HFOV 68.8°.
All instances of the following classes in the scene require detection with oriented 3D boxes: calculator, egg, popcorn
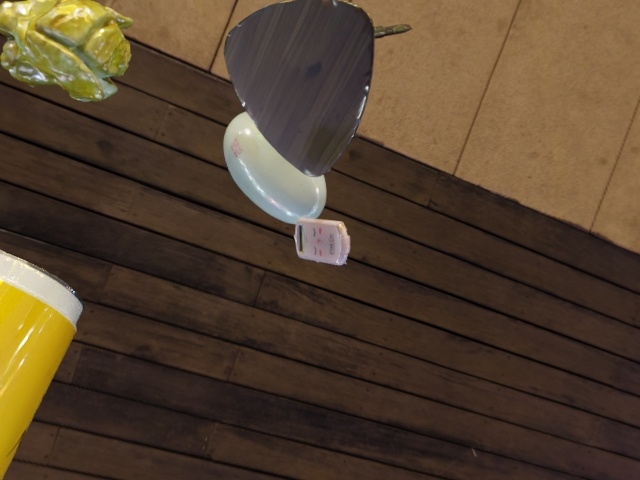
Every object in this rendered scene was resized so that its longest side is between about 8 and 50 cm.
[{"bbox_3d":[0.000,0.000,1.072,0.032,0.175,0.100,-11,104,-44],"label":"calculator"},{"bbox_3d":[-0.123,-0.203,1.295,0.230,0.230,0.370,-37,74,-6],"label":"egg"},{"bbox_3d":[-0.585,-0.450,1.090,0.277,0.276,0.225,16,78,-10],"label":"popcorn"}]

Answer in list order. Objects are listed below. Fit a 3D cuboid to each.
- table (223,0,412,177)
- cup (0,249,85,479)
[{"bbox_3d":[0.005,-0.340,0.937,0.318,0.249,0.316,14,120,27],"label":"table"},{"bbox_3d":[-0.358,0.153,0.437,0.197,0.196,0.279,26,56,-9],"label":"cup"}]
